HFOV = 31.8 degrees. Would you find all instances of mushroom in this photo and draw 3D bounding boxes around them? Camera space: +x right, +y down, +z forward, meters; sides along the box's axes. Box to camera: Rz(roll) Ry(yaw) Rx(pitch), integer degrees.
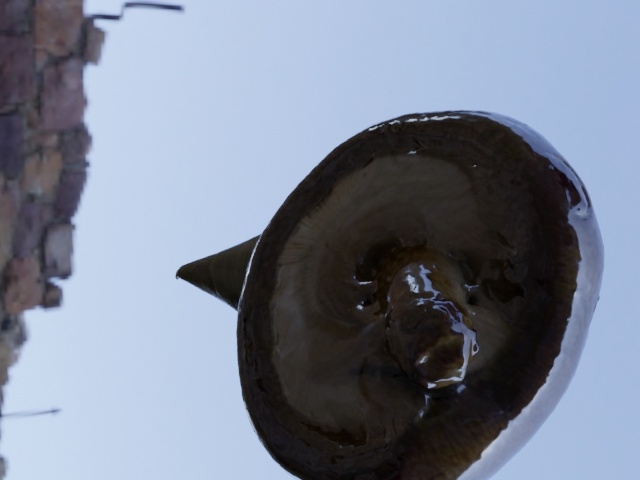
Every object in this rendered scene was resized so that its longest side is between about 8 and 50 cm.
[{"bbox_3d":[0.057,0.039,0.637,0.231,0.138,0.194,-54,-144,-2],"label":"mushroom"}]

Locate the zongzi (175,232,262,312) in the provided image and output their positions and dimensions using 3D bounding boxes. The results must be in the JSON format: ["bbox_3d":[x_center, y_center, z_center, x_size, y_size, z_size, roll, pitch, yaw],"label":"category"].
[{"bbox_3d":[0.000,0.000,1.318,0.288,0.286,0.134,22,-28,36],"label":"zongzi"}]
